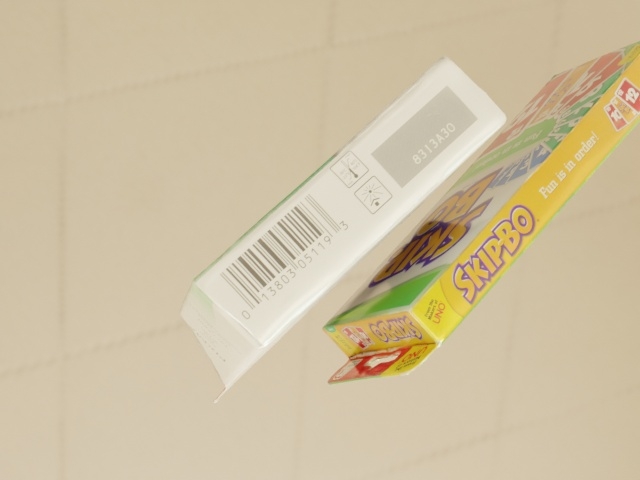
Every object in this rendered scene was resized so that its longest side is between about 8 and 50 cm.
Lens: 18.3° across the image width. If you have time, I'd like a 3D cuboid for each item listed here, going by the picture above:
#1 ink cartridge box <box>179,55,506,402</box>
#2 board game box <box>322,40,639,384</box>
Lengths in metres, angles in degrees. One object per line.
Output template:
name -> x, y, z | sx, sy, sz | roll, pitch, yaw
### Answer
ink cartridge box -> 0.000, 0.000, 1.094 | 0.181, 0.056, 0.225 | -43, 180, -14
board game box -> 0.101, -0.016, 1.168 | 0.039, 0.124, 0.259 | 45, 69, -11
